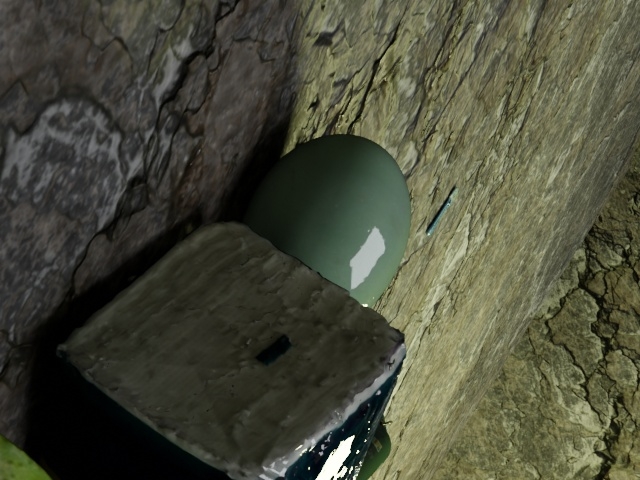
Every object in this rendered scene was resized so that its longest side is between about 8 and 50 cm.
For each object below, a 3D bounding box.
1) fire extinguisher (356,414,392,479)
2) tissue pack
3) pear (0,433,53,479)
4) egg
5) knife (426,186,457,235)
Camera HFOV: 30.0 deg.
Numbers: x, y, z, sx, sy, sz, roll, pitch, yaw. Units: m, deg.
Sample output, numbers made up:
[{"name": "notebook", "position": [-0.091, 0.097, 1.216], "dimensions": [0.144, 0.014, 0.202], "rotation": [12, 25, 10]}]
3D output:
[{"name": "fire extinguisher", "position": [0.046, 0.385, 2.108], "dimensions": [0.095, 0.114, 0.311], "rotation": [-24, -175, 36]}, {"name": "tissue pack", "position": [-0.113, 0.233, 1.139], "dimensions": [0.264, 0.253, 0.417], "rotation": [-39, 152, -46]}, {"name": "pear", "position": [-0.240, 0.326, 0.860], "dimensions": [0.238, 0.318, 0.342], "rotation": [-49, 158, -44]}, {"name": "egg", "position": [0.000, 0.000, 1.227], "dimensions": [0.231, 0.168, 0.168], "rotation": [-62, 163, 11]}, {"name": "knife", "position": [0.204, -0.047, 1.982], "dimensions": [0.096, 0.010, 0.027], "rotation": [-56, 162, -13]}]
